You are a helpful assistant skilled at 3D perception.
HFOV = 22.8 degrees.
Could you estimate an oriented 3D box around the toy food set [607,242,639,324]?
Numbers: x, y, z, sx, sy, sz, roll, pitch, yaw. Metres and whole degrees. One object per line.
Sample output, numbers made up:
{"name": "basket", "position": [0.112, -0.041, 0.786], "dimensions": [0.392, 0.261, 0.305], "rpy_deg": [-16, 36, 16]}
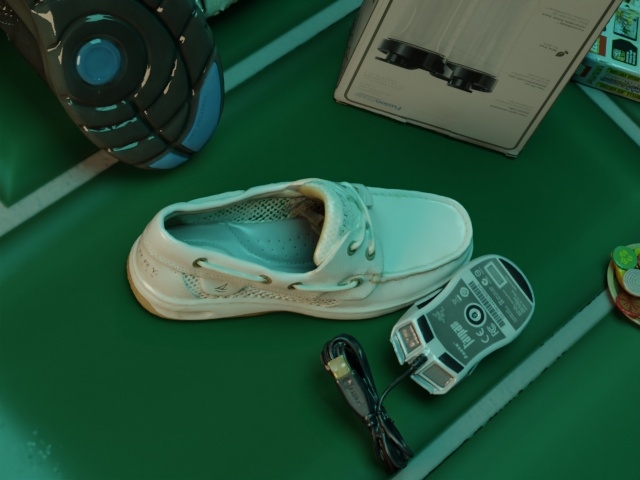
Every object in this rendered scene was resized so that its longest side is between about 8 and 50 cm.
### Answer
{"name": "toy food set", "position": [0.271, 0.038, 1.291], "dimensions": [0.082, 0.020, 0.083], "rpy_deg": [-8, 64, -23]}

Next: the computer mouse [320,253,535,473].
{"name": "computer mouse", "position": [0.087, 0.081, 1.190], "dimensions": [0.193, 0.042, 0.106], "rpy_deg": [-35, 87, -32]}

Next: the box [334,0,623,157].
{"name": "box", "position": [0.132, -0.197, 1.220], "dimensions": [0.169, 0.290, 0.087], "rpy_deg": [16, 56, -7]}

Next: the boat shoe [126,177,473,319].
{"name": "boat shoe", "position": [0.000, 0.000, 1.175], "dimensions": [0.277, 0.096, 0.098], "rpy_deg": [-8, 63, -23]}

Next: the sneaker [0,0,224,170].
{"name": "sneaker", "position": [-0.193, -0.197, 1.162], "dimensions": [0.125, 0.139, 0.341], "rpy_deg": [-40, 119, -4]}

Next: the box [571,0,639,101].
{"name": "box", "position": [0.281, -0.222, 1.436], "dimensions": [0.114, 0.036, 0.207], "rpy_deg": [17, 57, -9]}

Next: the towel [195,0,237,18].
{"name": "towel", "position": [-0.043, -0.312, 1.304], "dimensions": [0.282, 0.049, 0.187], "rpy_deg": [-35, 119, -39]}
